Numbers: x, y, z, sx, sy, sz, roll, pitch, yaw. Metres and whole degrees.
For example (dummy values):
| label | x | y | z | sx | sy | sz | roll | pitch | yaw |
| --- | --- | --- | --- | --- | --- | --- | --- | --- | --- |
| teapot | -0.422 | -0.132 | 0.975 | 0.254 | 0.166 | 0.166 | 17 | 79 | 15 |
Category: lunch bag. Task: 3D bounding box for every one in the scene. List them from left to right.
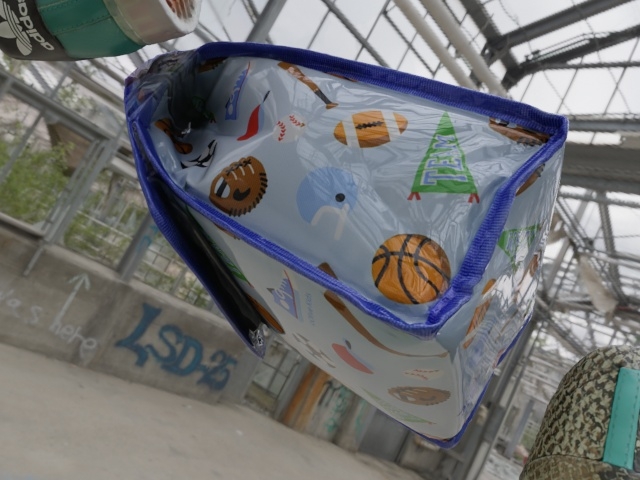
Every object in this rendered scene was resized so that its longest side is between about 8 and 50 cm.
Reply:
| label | x | y | z | sx | sy | sz | roll | pitch | yaw |
| --- | --- | --- | --- | --- | --- | --- | --- | --- | --- |
| lunch bag | 0.000 | 0.000 | 0.542 | 0.385 | 0.239 | 0.328 | 29 | -22 | 28 |

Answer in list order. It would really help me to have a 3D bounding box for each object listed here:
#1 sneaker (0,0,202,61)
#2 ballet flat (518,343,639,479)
| label | x | y | z | sx | sy | sz | roll | pitch | yaw |
| --- | --- | --- | --- | --- | --- | --- | --- | --- | --- |
| sneaker | -0.151 | -0.216 | 0.405 | 0.302 | 0.120 | 0.108 | -93 | 168 | -55 |
| ballet flat | 0.293 | 0.214 | 0.483 | 0.163 | 0.182 | 0.483 | 7 | -25 | 35 |
